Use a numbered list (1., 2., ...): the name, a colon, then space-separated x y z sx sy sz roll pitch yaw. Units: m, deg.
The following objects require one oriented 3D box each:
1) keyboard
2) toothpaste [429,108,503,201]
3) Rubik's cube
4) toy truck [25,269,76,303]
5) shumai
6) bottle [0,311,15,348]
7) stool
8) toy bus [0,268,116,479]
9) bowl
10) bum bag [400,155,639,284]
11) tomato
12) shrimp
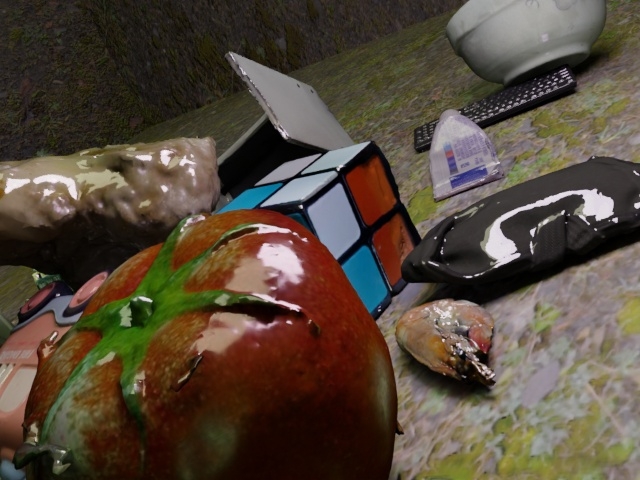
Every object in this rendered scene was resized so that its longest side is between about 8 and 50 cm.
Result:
1. keyboard: 0.317 -0.244 1.454 0.309 0.018 0.101 -22 28 18
2. toothpaste: 0.231 -0.150 1.298 0.099 0.068 0.282 -50 18 26
3. Rubik's cube: -0.001 0.000 0.979 0.167 0.183 0.180 -9 26 43
4. toy truck: -0.416 0.083 1.282 0.128 0.135 0.259 -27 0 -11
5. shumai: -0.306 -0.057 0.956 0.346 0.283 0.217 -16 57 53
6. bottle: -0.582 0.225 1.061 0.352 0.229 0.229 -50 23 -9
7. stool: -0.107 -0.116 1.194 0.243 0.170 0.269 -42 -18 20
8. toy bus: -0.265 0.175 0.845 0.287 0.194 0.232 -7 36 49
9. bowl: 0.403 -0.394 1.482 0.307 0.163 0.307 -19 -5 -2
10. bum bag: 0.244 -0.018 0.885 0.326 0.080 0.142 -20 26 6
11. tomato: -0.075 0.130 0.631 0.303 0.239 0.303 -28 29 17
12. shrimp: 0.131 0.095 0.771 0.101 0.042 0.190 -19 17 -4
